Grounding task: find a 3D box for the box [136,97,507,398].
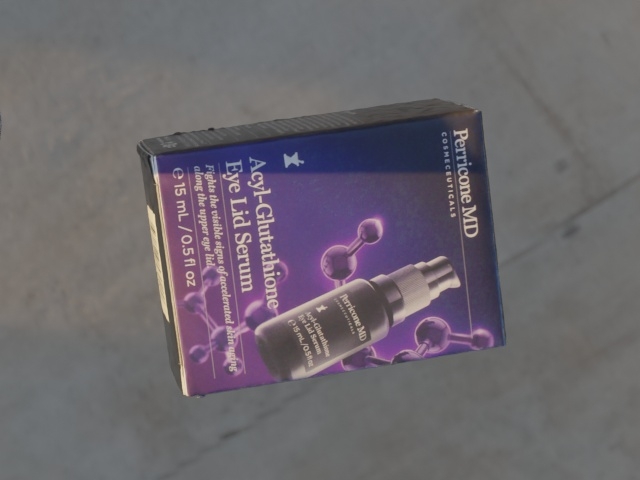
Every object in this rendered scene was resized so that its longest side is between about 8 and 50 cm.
[{"bbox_3d":[0.000,0.000,1.184,0.207,0.108,0.153,-10,99,-8],"label":"box"}]
